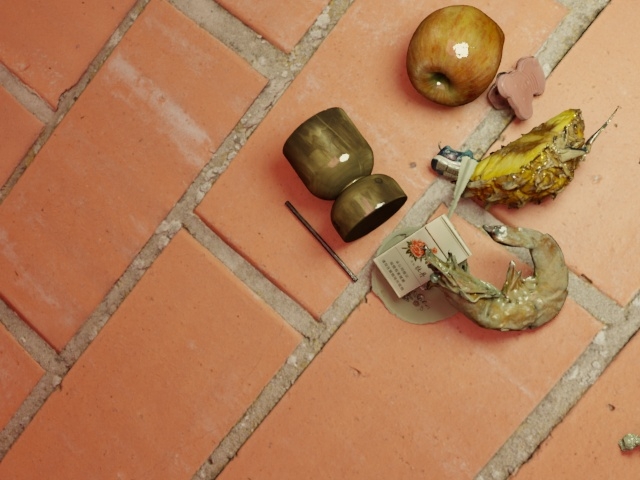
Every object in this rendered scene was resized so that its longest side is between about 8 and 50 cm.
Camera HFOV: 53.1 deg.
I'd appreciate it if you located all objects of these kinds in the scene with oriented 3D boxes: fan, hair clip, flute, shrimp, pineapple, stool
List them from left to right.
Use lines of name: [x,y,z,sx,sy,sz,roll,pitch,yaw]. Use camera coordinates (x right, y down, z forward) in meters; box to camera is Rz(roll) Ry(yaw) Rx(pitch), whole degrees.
flute: [0.000,0.000,1.563,0.014,0.014,0.269,-44,76,7]
stool: [0.054,-0.152,1.479,0.179,0.179,0.264,-36,76,9]
fan: [0.258,0.008,1.423,0.233,0.012,0.415,28,114,13]
shrimp: [0.371,0.070,1.353,0.360,0.085,0.247,23,108,-14]
hair clip: [0.450,-0.346,1.425,0.138,0.102,0.123,-36,112,4]
pineapple: [0.472,-0.143,1.364,0.334,0.158,0.161,-31,106,1]

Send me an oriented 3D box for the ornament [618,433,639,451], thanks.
ornament: [0.676,0.414,1.329,0.092,0.041,0.069,4,109,4]

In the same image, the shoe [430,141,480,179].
shoe: [0.328,-0.178,1.472,0.142,0.064,0.071,17,68,10]

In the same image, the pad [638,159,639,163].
pad: [0.878,-0.280,1.359,0.247,0.007,0.368,26,92,15]

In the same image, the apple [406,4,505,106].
apple: [0.298,-0.410,1.426,0.211,0.211,0.188,17,60,16]

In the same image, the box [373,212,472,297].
box: [0.224,0.035,1.421,0.198,0.029,0.109,-35,90,28]
